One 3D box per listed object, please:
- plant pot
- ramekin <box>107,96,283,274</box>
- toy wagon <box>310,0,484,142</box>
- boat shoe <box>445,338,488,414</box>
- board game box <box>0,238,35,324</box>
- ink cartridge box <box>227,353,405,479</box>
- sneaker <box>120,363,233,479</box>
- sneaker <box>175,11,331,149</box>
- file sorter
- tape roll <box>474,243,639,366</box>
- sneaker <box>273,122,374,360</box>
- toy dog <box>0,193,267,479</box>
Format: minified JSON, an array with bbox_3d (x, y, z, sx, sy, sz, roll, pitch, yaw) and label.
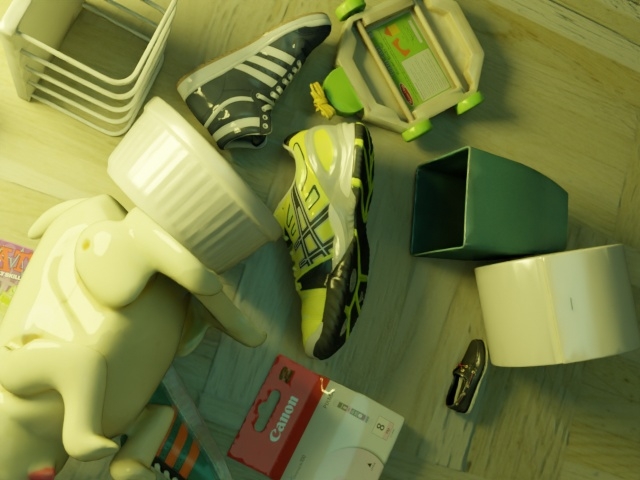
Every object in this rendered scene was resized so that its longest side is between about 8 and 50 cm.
[{"bbox_3d":[0.303,-0.046,1.229,0.234,0.165,0.166,8,81,-22],"label":"plant pot"},{"bbox_3d":[-0.190,-0.066,1.038,0.127,0.273,0.273,-45,96,-6],"label":"ramekin"},{"bbox_3d":[0.126,-0.308,1.257,0.344,0.068,0.267,-30,91,-17],"label":"toy wagon"},{"bbox_3d":[0.254,0.233,1.233,0.042,0.049,0.133,22,82,-21],"label":"boat shoe"},{"bbox_3d":[-0.487,0.101,1.037,0.346,0.056,0.208,19,74,-13],"label":"board game box"},{"bbox_3d":[-0.003,0.319,1.146,0.232,0.066,0.189,31,76,-15],"label":"ink cartridge box"},{"bbox_3d":[-0.224,0.306,1.060,0.121,0.108,0.302,-29,83,-17],"label":"sneaker"},{"bbox_3d":[-0.078,-0.254,1.172,0.282,0.099,0.153,-30,87,-11],"label":"sneaker"},{"bbox_3d":[-0.318,-0.288,1.016,0.173,0.277,0.193,26,77,-13],"label":"file sorter"},{"bbox_3d":[0.393,0.107,1.189,0.246,0.246,0.169,-7,84,-17],"label":"tape roll"},{"bbox_3d":[0.000,0.000,1.165,0.147,0.145,0.385,4,83,15],"label":"sneaker"},{"bbox_3d":[-0.338,0.147,0.905,0.395,0.285,0.408,38,76,16],"label":"toy dog"}]
